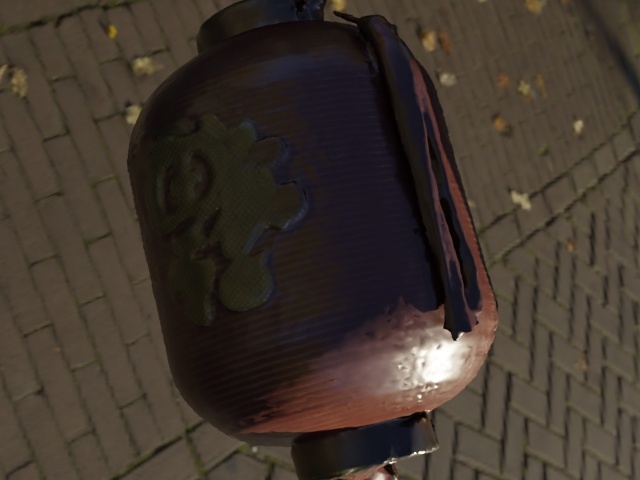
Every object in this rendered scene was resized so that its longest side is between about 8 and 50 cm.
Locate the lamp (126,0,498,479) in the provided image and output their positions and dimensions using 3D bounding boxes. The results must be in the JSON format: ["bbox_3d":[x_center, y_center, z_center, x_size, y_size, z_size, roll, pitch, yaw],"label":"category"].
[{"bbox_3d":[0.000,0.000,0.565,0.180,0.180,0.258,-4,73,-44],"label":"lamp"}]
